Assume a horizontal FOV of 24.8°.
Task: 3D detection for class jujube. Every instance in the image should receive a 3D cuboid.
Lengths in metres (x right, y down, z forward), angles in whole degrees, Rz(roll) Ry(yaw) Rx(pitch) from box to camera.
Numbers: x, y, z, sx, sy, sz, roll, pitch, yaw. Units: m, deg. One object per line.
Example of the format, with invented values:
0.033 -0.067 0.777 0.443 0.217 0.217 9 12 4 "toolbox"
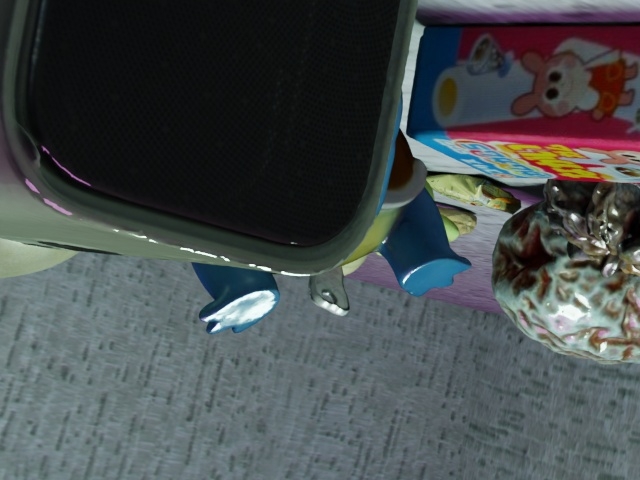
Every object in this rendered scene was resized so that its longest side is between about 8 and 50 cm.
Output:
0.375 0.055 1.934 0.317 0.226 0.226 21 169 -37 "jujube"

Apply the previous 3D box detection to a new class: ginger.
0.164 -0.035 2.210 0.174 0.051 0.069 14 177 -18 "ginger"

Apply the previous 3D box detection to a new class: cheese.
0.000 0.000 1.925 0.163 0.082 0.286 28 -153 -20 "cheese"

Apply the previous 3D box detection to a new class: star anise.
0.351 -0.006 1.660 0.223 0.109 0.236 20 177 10 "star anise"

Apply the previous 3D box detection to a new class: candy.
0.235 -0.102 1.143 0.306 0.100 0.157 7 174 37 "candy"

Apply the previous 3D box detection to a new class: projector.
-0.121 -0.121 0.815 0.249 0.248 0.249 16 172 -42 "projector"

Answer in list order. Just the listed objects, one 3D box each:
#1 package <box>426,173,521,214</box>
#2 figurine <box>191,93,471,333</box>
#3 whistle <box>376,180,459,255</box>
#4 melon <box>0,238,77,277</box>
0.198 -0.066 1.930 0.121 0.031 0.108 15 177 39 "package"
-0.036 -0.053 1.167 0.298 0.242 0.416 -18 -167 -17 "figurine"
0.077 -0.044 1.885 0.131 0.106 0.288 -6 159 43 "whistle"
-0.248 -0.106 1.063 0.269 0.268 0.330 11 161 -7 "melon"
